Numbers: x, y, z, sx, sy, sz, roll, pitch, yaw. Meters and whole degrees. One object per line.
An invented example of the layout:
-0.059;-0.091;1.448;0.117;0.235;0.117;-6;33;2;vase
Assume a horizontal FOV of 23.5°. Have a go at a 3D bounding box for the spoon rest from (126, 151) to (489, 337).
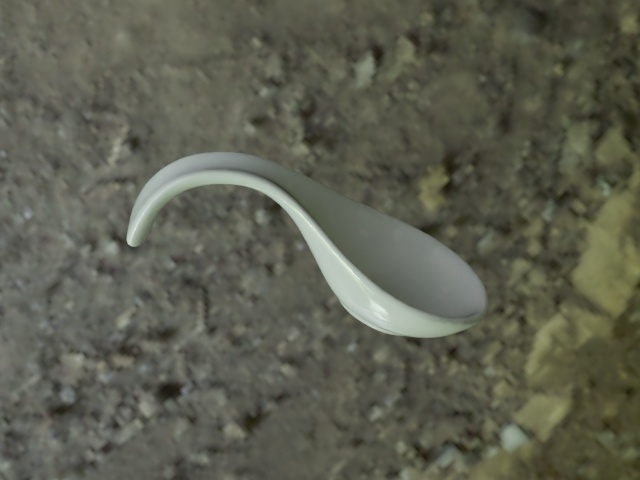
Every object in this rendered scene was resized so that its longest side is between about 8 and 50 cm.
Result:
0.000;0.000;1.143;0.276;0.137;0.084;17;117;-11;spoon rest
